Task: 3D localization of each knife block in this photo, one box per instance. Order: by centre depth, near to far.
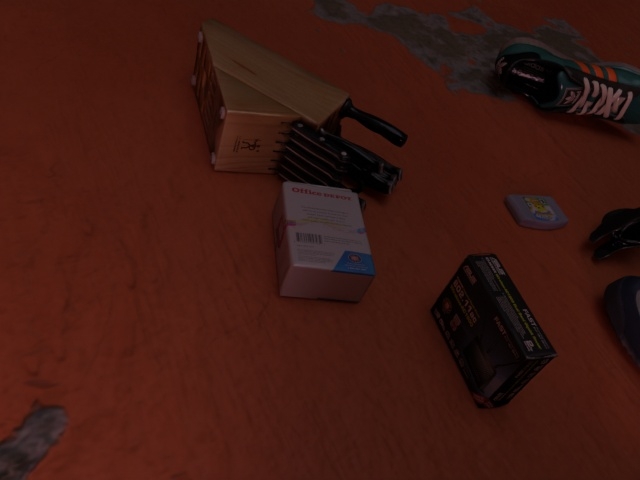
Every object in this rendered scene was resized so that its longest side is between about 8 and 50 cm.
[{"bbox_3d":[-0.023,-0.158,0.753,0.242,0.088,0.276,0,47,-24],"label":"knife block"}]

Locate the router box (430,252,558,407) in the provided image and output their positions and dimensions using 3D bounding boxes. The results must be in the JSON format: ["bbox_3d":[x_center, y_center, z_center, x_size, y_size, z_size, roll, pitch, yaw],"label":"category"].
[{"bbox_3d":[0.163,0.088,0.585,0.038,0.092,0.122,-2,48,-24],"label":"router box"}]

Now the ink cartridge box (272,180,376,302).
[{"bbox_3d":[0.000,0.000,0.632,0.088,0.052,0.122,7,46,-17],"label":"ink cartridge box"}]

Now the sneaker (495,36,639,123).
[{"bbox_3d":[0.450,-0.260,1.049,0.302,0.108,0.121,20,43,8],"label":"sneaker"}]

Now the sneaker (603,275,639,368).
[{"bbox_3d":[0.439,0.140,0.621,0.112,0.131,0.319,-8,51,-29],"label":"sneaker"}]

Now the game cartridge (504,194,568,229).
[{"bbox_3d":[0.300,-0.039,0.825,0.083,0.017,0.056,0,51,-23],"label":"game cartridge"}]

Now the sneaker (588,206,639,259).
[{"bbox_3d":[0.444,-0.022,0.799,0.170,0.051,0.089,-16,12,17],"label":"sneaker"}]

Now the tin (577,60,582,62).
[{"bbox_3d":[0.507,-0.313,1.169,0.189,0.040,0.106,14,48,-10],"label":"tin"}]
